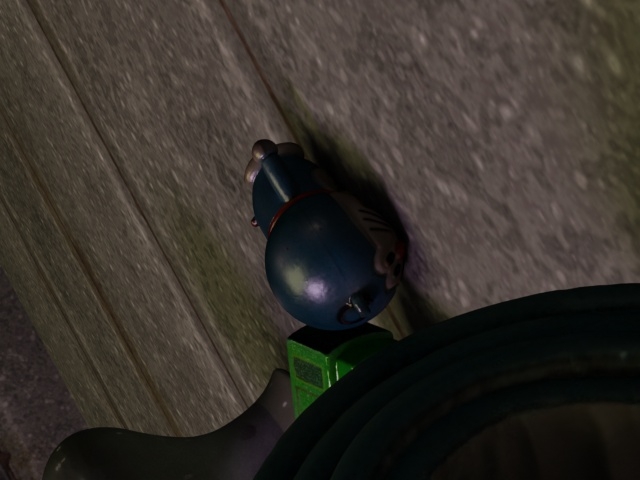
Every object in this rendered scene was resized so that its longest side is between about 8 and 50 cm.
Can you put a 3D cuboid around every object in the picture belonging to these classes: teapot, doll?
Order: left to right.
[{"bbox_3d":[-0.095,0.203,1.254,0.183,0.251,0.183,53,162,25],"label":"teapot"},{"bbox_3d":[0.000,0.000,0.968,0.114,0.085,0.152,57,180,-41],"label":"doll"}]

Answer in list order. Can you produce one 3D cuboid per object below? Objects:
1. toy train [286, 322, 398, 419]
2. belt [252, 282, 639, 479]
[{"bbox_3d":[0.073,0.128,0.917,0.251,0.085,0.119,17,119,50],"label":"toy train"},{"bbox_3d":[0.150,0.178,0.442,0.436,0.300,0.173,39,154,44],"label":"belt"}]
